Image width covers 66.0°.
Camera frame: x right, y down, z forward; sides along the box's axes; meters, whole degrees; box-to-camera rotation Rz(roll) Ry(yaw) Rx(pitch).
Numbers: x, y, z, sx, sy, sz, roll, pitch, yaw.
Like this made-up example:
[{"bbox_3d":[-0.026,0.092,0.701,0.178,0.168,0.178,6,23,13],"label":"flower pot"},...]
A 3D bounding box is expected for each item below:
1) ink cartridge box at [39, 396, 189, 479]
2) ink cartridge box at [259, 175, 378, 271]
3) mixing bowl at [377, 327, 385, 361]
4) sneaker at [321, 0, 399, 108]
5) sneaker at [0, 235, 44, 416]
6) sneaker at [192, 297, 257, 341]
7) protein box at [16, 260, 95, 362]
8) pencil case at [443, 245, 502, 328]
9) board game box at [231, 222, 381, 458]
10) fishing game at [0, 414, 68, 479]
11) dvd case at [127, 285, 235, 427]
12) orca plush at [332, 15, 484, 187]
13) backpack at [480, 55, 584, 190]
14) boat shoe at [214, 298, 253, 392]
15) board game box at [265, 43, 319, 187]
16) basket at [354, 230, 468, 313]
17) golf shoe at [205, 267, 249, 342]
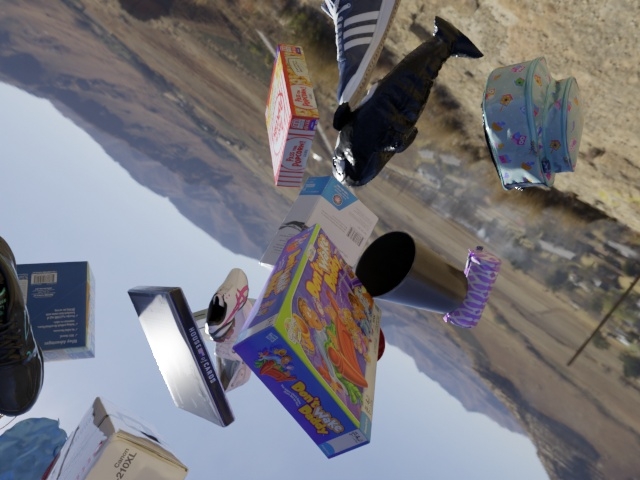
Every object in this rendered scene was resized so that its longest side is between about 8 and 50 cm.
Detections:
[{"bbox_3d":[-0.271,0.305,0.596,0.100,0.172,0.237,37,158,-19],"label":"ink cartridge box"},{"bbox_3d":[0.000,0.000,1.441,0.223,0.307,0.129,39,162,-33],"label":"ink cartridge box"},{"bbox_3d":[0.068,0.274,1.283,0.181,0.181,0.098,37,135,16],"label":"mixing bowl"},{"bbox_3d":[0.049,-0.402,0.954,0.153,0.282,0.099,22,176,1],"label":"sneaker"},{"bbox_3d":[-0.450,0.119,0.671,0.106,0.101,0.267,-2,102,59],"label":"sneaker"},{"bbox_3d":[-0.281,0.236,1.418,0.094,0.258,0.091,-88,-18,-64],"label":"sneaker"},{"bbox_3d":[-0.629,0.167,1.124,0.199,0.201,0.136,-3,158,-18],"label":"protein box"},{"bbox_3d":[0.389,0.122,1.254,0.088,0.206,0.086,8,-163,-16],"label":"pencil case"},{"bbox_3d":[0.002,0.145,0.838,0.233,0.078,0.347,53,-158,-16],"label":"board game box"},{"bbox_3d":[-0.633,0.462,1.048,0.041,0.189,0.264,10,126,34],"label":"fishing game"},{"bbox_3d":[-0.239,0.189,0.829,0.179,0.029,0.239,-5,107,50],"label":"dvd case"},{"bbox_3d":[0.123,-0.171,0.733,0.151,0.287,0.102,31,-151,-42],"label":"orca plush"},{"bbox_3d":[0.341,-0.195,0.797,0.144,0.166,0.188,-6,135,44],"label":"backpack"},{"bbox_3d":[-0.225,0.274,1.267,0.098,0.277,0.096,13,-158,24],"label":"boat shoe"},{"bbox_3d":[-0.052,-0.208,0.820,0.045,0.147,0.193,1,-130,-16],"label":"board game box"},{"bbox_3d":[0.232,0.090,1.192,0.227,0.154,0.204,22,145,-32],"label":"basket"},{"bbox_3d":[-0.212,0.135,1.127,0.067,0.186,0.086,5,144,10],"label":"golf shoe"}]
